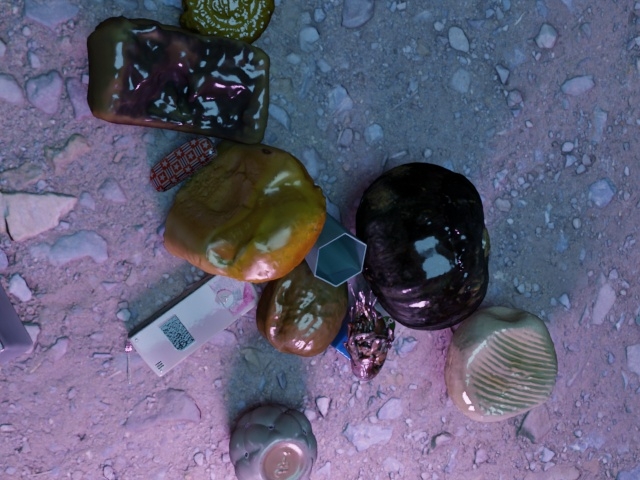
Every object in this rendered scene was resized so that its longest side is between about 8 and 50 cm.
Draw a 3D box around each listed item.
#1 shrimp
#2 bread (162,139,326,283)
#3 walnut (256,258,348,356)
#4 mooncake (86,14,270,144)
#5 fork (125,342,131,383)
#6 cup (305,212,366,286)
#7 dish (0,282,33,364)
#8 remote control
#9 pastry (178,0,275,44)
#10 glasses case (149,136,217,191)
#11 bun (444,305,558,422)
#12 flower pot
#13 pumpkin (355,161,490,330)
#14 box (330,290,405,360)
[{"bbox_3d":[0.117,0.248,1.879,0.145,0.116,0.342,-34,136,-27],"label":"shrimp"},{"bbox_3d":[-0.167,-0.048,1.734,0.250,0.394,0.361,42,80,-36],"label":"bread"},{"bbox_3d":[-0.046,0.168,1.878,0.283,0.228,0.282,-34,133,-45],"label":"walnut"},{"bbox_3d":[-0.325,-0.358,1.610,0.394,0.394,0.246,7,94,20],"label":"mooncake"},{"bbox_3d":[-0.499,0.320,1.857,0.016,0.012,0.115,-2,104,-15],"label":"fork"},{"bbox_3d":[0.000,0.000,1.812,0.148,0.236,0.134,-29,125,-12],"label":"cup"},{"bbox_3d":[-0.820,0.201,1.689,0.182,0.080,0.243,-26,105,-14],"label":"dish"},{"bbox_3d":[-0.328,0.202,1.877,0.344,0.050,0.145,-36,108,-12],"label":"remote control"},{"bbox_3d":[-0.233,-0.585,1.748,0.235,0.132,0.240,-46,109,-9],"label":"pastry"},{"bbox_3d":[-0.342,-0.193,1.777,0.195,0.049,0.073,-30,85,20],"label":"glasses case"},{"bbox_3d":[0.513,0.360,2.102,0.349,0.227,0.352,24,87,-21],"label":"bun"},{"bbox_3d":[-0.127,0.565,1.925,0.246,0.195,0.245,-3,98,-19],"label":"flower pot"},{"bbox_3d":[0.270,0.012,1.870,0.344,0.454,0.453,-8,103,18],"label":"pumpkin"},{"bbox_3d":[0.137,0.263,2.037,0.139,0.073,0.194,41,84,-20],"label":"box"}]
